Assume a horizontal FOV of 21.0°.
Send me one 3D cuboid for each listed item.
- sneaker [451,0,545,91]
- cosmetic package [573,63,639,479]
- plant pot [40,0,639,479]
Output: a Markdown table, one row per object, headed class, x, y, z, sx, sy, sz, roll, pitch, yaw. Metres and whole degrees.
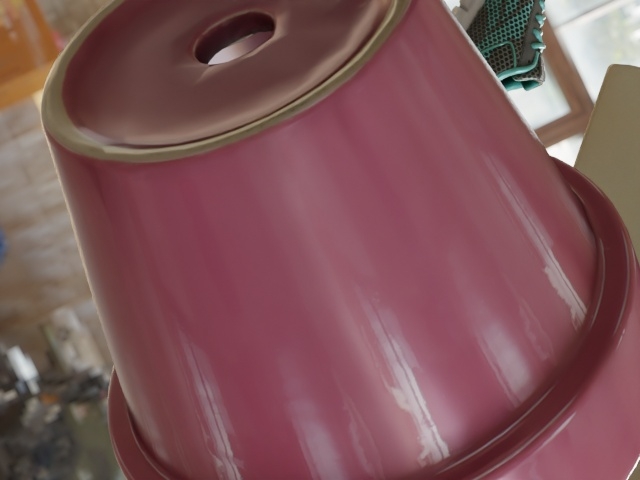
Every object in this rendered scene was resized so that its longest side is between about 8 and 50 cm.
| class | x | y | z | sx | sy | sz | roll | pitch | yaw |
| --- | --- | --- | --- | --- | --- | --- | --- | --- | --- |
| sneaker | 0.120 | -0.131 | 1.103 | 0.076 | 0.166 | 0.065 | 39 | 0 | 14 |
| cosmetic package | 0.184 | 0.076 | 0.915 | 0.160 | 0.309 | 0.113 | 14 | -22 | 19 |
| plant pot | 0.000 | 0.000 | 0.591 | 0.180 | 0.201 | 0.201 | 64 | -4 | -36 |
